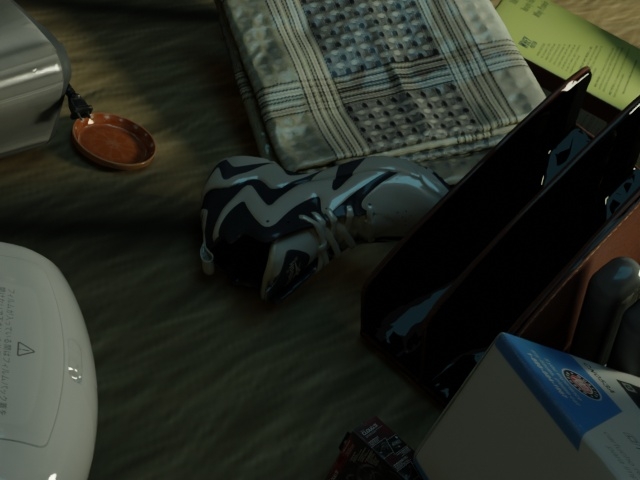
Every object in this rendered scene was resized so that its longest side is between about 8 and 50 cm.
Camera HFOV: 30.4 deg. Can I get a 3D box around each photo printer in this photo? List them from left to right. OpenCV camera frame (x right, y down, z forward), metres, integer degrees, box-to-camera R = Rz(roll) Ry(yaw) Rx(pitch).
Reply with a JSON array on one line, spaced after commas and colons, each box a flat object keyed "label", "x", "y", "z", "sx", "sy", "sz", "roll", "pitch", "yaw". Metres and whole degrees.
[{"label": "photo printer", "x": -0.297, "y": 0.092, "z": 0.756, "sx": 0.307, "sy": 0.107, "sz": 0.256, "roll": 11, "pitch": 37, "yaw": -20}]

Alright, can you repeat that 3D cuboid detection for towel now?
[{"label": "towel", "x": 0.066, "y": -0.181, "z": 1.253, "sx": 0.312, "sy": 0.056, "sz": 0.324, "roll": -10, "pitch": 60, "yaw": -16}]

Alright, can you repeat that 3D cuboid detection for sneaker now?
[{"label": "sneaker", "x": 0.000, "y": 0.000, "z": 1.047, "sx": 0.235, "sy": 0.094, "sz": 0.153, "roll": 8, "pitch": 44, "yaw": 4}]

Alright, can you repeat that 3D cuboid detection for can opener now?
[{"label": "can opener", "x": 0.251, "y": 0.091, "z": 0.980, "sx": 0.093, "sy": 0.280, "sz": 0.074, "roll": -38, "pitch": 64, "yaw": -10}]

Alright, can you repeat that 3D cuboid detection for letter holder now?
[{"label": "letter holder", "x": 0.187, "y": -0.015, "z": 0.988, "sx": 0.152, "sy": 0.214, "sz": 0.302, "roll": 40, "pitch": 72, "yaw": 20}]

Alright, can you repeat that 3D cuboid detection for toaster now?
[{"label": "toaster", "x": -0.328, "y": -0.146, "z": 1.035, "sx": 0.227, "sy": 0.129, "sz": 0.146, "roll": 41, "pitch": 41, "yaw": 18}]

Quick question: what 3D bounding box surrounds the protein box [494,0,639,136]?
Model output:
[{"label": "protein box", "x": 0.275, "y": -0.186, "z": 1.448, "sx": 0.201, "sy": 0.136, "sz": 0.200, "roll": 30, "pitch": 36, "yaw": 5}]

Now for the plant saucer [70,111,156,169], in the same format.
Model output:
[{"label": "plant saucer", "x": -0.201, "y": -0.095, "z": 1.142, "sx": 0.083, "sy": 0.013, "sz": 0.083, "roll": 17, "pitch": 35, "yaw": -13}]

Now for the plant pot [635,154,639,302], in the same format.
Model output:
[{"label": "plant pot", "x": 0.363, "y": 0.000, "z": 1.212, "sx": 0.284, "sy": 0.191, "sz": 0.284, "roll": 17, "pitch": 35, "yaw": -13}]

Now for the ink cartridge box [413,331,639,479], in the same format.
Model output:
[{"label": "ink cartridge box", "x": 0.254, "y": 0.208, "z": 0.840, "sx": 0.307, "sy": 0.129, "sz": 0.223, "roll": 19, "pitch": 21, "yaw": -32}]

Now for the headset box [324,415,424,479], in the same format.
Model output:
[{"label": "headset box", "x": 0.045, "y": 0.179, "z": 0.892, "sx": 0.083, "sy": 0.062, "sz": 0.032, "roll": 41, "pitch": 37, "yaw": 22}]
